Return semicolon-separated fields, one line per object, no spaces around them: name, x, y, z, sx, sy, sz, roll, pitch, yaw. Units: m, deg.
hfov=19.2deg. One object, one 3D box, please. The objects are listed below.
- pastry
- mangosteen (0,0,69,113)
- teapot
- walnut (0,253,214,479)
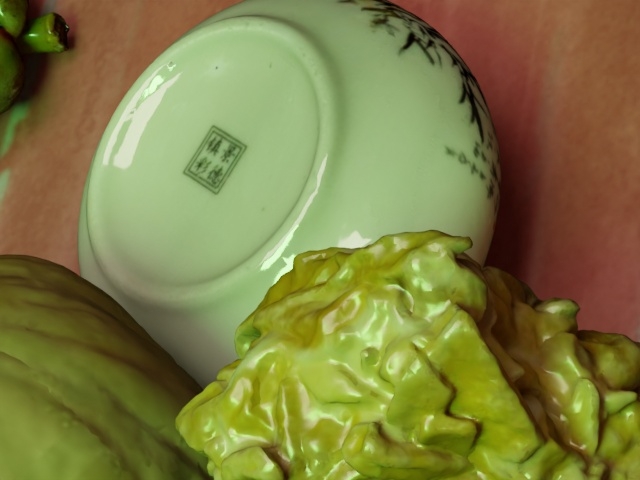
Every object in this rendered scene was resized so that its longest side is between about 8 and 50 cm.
pastry;0.072;0.091;0.708;0.154;0.250;0.102;-33;40;31
mangosteen;-0.217;-0.115;1.060;0.151;0.137;0.137;-2;61;-7
teapot;0.000;0.000;0.853;0.300;0.166;0.208;37;82;31
walnut;-0.145;0.162;0.763;0.277;0.313;0.252;-22;32;-12
